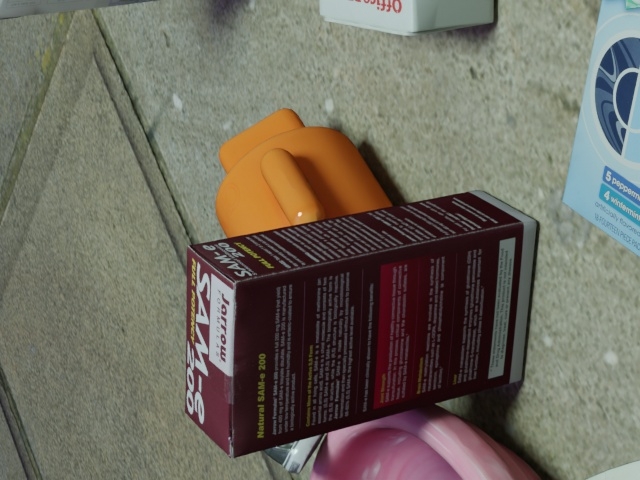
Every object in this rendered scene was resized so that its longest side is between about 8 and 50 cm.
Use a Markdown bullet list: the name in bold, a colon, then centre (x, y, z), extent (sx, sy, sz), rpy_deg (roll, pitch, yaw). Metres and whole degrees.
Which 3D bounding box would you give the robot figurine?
- **robot figurine**: centre (0.001, 0.001, 1.261), extent (0.219, 0.128, 0.158), rpy_deg (60, 143, 32)

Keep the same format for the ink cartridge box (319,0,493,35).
- **ink cartridge box**: centre (0.056, -0.239, 1.133), extent (0.127, 0.072, 0.175), rpy_deg (23, 119, 55)

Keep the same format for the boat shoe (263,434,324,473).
- **boat shoe**: centre (-0.001, 0.122, 1.298), extent (0.040, 0.142, 0.049), rpy_deg (29, 143, 7)

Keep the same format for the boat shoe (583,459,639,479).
- **boat shoe**: centre (0.230, 0.162, 0.962), extent (0.227, 0.079, 0.081), rpy_deg (-28, 71, 56)

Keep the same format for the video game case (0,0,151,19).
- **video game case**: centre (-0.119, -0.283, 1.251), extent (0.269, 0.244, 0.061), rpy_deg (-54, 53, 52)

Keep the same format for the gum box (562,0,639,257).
- **gum box**: centre (0.217, -0.072, 0.943), extent (0.157, 0.041, 0.184), rpy_deg (43, 134, 47)

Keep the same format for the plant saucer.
- **plant saucer**: centre (0.104, 0.275, 1.216), extent (0.332, 0.084, 0.332), rpy_deg (30, 126, 53)

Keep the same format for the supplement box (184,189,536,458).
- **supplement box**: centre (0.028, 0.052, 1.112), extent (0.073, 0.239, 0.130), rpy_deg (34, 128, 51)
